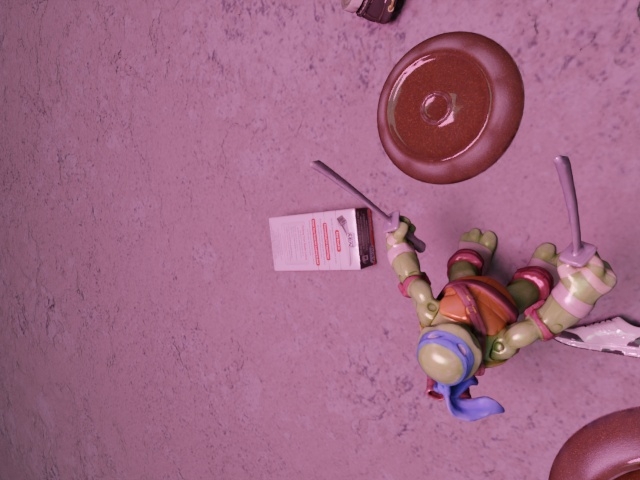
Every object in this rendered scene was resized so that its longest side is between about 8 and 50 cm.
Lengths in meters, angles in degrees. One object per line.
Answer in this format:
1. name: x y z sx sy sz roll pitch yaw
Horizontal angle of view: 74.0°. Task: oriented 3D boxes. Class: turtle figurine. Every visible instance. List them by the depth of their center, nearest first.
1. turtle figurine: 0.174 0.011 0.434 0.198 0.266 0.274 -22 85 34

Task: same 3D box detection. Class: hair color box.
1. hair color box: 0.000 0.000 0.682 0.167 0.053 0.093 -3 95 36

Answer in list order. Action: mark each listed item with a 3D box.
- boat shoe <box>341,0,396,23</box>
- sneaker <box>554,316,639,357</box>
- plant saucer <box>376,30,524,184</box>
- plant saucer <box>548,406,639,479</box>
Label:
1. boat shoe: 0.095 -0.404 0.547 0.081 0.069 0.227 -125 51 -63
2. sneaker: 0.327 0.108 0.491 0.109 0.040 0.043 2 82 31
3. plant saucer: 0.157 -0.173 0.559 0.199 0.036 0.198 7 102 34
4. plant saucer: 0.415 0.337 0.457 0.311 0.050 0.310 7 102 34
